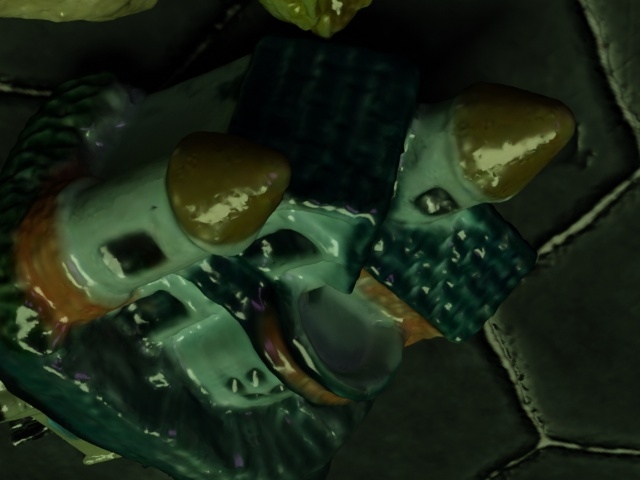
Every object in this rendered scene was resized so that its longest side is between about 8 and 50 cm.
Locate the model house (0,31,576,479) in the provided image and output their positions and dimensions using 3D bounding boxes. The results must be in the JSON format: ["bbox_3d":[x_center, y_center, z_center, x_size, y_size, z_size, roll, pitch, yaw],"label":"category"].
[{"bbox_3d":[0.000,0.000,0.772,0.291,0.184,0.253,-25,127,37],"label":"model house"}]

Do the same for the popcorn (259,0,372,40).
[{"bbox_3d":[-0.008,-0.140,0.749,0.068,0.060,0.083,-17,122,21],"label":"popcorn"}]

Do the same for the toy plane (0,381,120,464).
[{"bbox_3d":[-0.198,0.088,0.961,0.261,0.088,0.192,-10,132,-5],"label":"toy plane"}]

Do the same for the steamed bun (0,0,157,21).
[{"bbox_3d":[-0.115,-0.168,0.680,0.155,0.141,0.172,34,125,-30],"label":"steamed bun"}]
